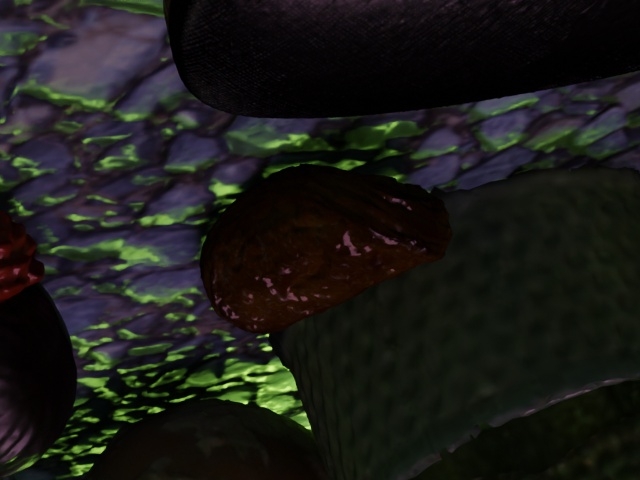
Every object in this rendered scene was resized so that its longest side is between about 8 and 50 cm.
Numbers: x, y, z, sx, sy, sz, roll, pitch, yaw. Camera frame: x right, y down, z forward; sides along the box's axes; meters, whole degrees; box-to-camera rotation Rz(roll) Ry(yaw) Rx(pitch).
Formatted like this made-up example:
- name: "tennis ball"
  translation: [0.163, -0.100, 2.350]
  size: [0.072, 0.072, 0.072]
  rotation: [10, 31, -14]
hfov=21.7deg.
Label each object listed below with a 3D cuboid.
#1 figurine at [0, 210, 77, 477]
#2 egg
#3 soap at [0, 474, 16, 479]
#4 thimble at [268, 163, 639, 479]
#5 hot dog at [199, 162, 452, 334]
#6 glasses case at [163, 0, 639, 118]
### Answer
- name: "figurine"
  translation: [-0.245, 0.073, 0.849]
  size: [0.245, 0.110, 0.138]
  rotation: [-15, 135, 6]
- name: "egg"
  translation: [-0.068, 0.200, 1.095]
  size: [0.195, 0.195, 0.233]
  rotation: [-24, 155, 11]
- name: "soap"
  translation: [-0.197, 0.259, 1.049]
  size: [0.094, 0.261, 0.150]
  rotation: [-25, -163, -1]
- name: "thimble"
  translation: [0.115, 0.086, 1.032]
  size: [0.271, 0.150, 0.271]
  rotation: [-15, 150, -9]
- name: "hot dog"
  translation: [0.001, 0.002, 0.907]
  size: [0.147, 0.065, 0.099]
  rotation: [-26, 154, 39]
- name: "glasses case"
  translation: [0.092, -0.119, 0.717]
  size: [0.321, 0.082, 0.122]
  rotation: [-11, 151, -12]
